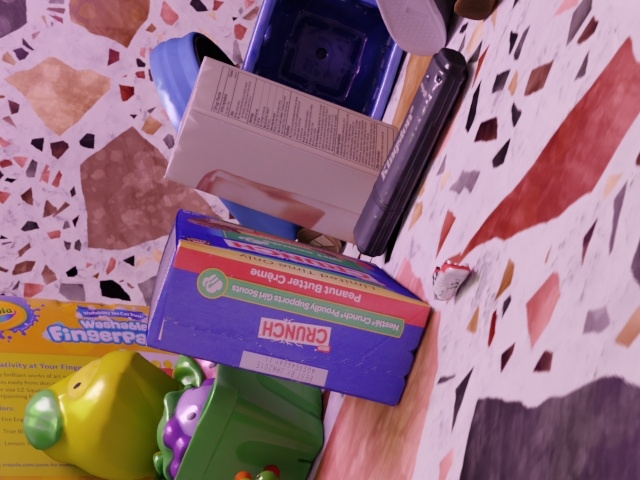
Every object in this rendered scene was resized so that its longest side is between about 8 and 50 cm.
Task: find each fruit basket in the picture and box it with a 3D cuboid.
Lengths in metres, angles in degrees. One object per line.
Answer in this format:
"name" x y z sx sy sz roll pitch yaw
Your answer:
"fruit basket" -0.201 0.218 1.571 0.392 0.392 0.283 -92 25 -67

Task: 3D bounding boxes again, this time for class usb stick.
"usb stick" 0.108 -0.103 1.416 0.077 0.045 0.278 -86 17 -62

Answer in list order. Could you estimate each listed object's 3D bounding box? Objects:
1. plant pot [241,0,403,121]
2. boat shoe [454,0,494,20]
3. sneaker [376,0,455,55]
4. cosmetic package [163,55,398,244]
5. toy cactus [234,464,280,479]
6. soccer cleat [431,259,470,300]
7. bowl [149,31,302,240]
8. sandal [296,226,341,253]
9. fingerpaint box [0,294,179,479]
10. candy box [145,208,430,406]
"plant pot" 0.006 -0.303 1.896 0.212 0.236 0.236 -90 19 -82
"boat shoe" 0.189 -0.303 1.312 0.152 0.056 0.049 134 148 -70
"sneaker" 0.116 -0.387 1.479 0.296 0.104 0.147 64 -143 -53
"cosmetic package" -0.051 -0.122 1.604 0.153 0.296 0.129 -81 15 -51
"toy cactus" -0.049 0.351 1.321 0.219 0.112 0.181 -171 81 -79
"soccer cleat" 0.122 0.039 1.093 0.083 0.029 0.036 139 141 -79
"bowl" -0.134 -0.167 1.882 0.077 0.391 0.391 -31 20 11
"sandal" 0.000 0.000 1.832 0.049 0.072 0.180 -51 0 -13
"fingerpaint box" -0.356 0.276 1.775 0.163 0.444 0.371 -60 37 36
"candy box" -0.049 0.066 1.294 0.317 0.268 0.122 -130 56 -79
